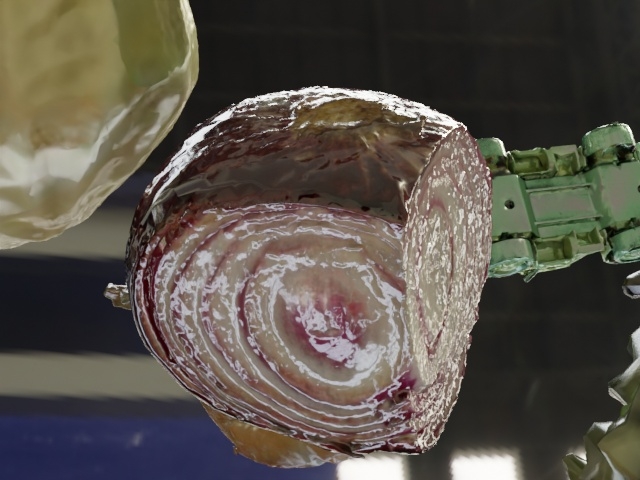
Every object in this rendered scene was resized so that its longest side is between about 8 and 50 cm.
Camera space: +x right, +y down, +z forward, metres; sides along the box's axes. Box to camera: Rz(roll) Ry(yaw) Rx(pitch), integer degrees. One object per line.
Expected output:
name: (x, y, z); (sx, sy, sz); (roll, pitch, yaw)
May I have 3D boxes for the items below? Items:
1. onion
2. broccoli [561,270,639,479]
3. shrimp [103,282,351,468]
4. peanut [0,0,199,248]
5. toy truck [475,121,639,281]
onion: (-0.005, -0.001, 1.122); (0.207, 0.216, 0.206); (10, -145, 14)
broccoli: (0.178, 0.023, 0.397); (0.293, 0.348, 0.281); (-42, -72, -7)
shrimp: (-0.054, 0.090, 1.341); (0.287, 0.063, 0.152); (9, -108, 29)
peanut: (-0.082, -0.090, 0.543); (0.099, 0.214, 0.090); (31, -146, 29)
toy truck: (0.171, -0.020, 1.578); (0.260, 0.135, 0.128); (-9, -109, -12)
